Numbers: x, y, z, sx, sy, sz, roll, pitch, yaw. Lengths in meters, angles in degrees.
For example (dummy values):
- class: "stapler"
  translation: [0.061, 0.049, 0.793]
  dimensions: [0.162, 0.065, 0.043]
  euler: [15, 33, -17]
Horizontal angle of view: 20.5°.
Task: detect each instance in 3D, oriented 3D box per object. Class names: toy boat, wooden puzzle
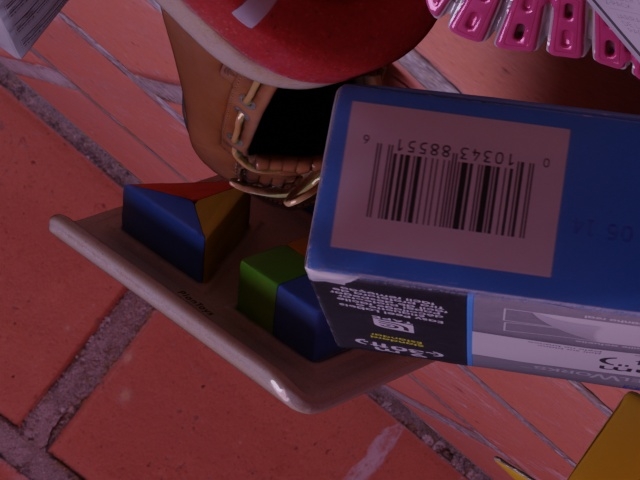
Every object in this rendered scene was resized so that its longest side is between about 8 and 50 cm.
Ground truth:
- class: "toy boat"
  translation: [-0.015, -0.181, 0.839]
  dimensions: [0.151, 0.151, 0.231]
  euler: [-14, 134, 43]
- class: "wooden puzzle"
  translation: [0.000, 0.000, 1.480]
  dimensions: [0.348, 0.080, 0.322]
  euler: [-16, -145, -40]

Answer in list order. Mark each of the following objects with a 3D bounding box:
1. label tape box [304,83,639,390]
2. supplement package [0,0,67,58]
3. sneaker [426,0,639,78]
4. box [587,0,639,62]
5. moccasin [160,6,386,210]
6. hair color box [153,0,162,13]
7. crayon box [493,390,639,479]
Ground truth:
- class: "label tape box"
  translation: [0.130, 0.020, 1.006]
  dimensions: [0.240, 0.106, 0.334]
  euler: [8, 168, 7]
- class: "supplement package"
  translation: [-0.264, -0.268, 1.331]
  dimensions: [0.194, 0.149, 0.203]
  euler: [38, 173, 0]
- class: "sneaker"
  translation: [0.134, -0.113, 0.752]
  dimensions: [0.170, 0.075, 0.063]
  euler: [14, 148, 13]
- class: "box"
  translation: [0.199, -0.063, 0.608]
  dimensions: [0.290, 0.087, 0.169]
  euler: [43, 171, -33]
- class: "moccasin"
  translation: [-0.014, -0.101, 1.287]
  dimensions: [0.147, 0.139, 0.380]
  euler: [45, 166, 15]
- class: "hair color box"
  translation: [-0.082, -0.183, 1.369]
  dimensions: [0.093, 0.053, 0.167]
  euler: [35, 171, 20]
- class: "crayon box"
  translation: [0.277, 0.204, 1.035]
  dimensions: [0.323, 0.083, 0.203]
  euler: [27, 167, 44]
